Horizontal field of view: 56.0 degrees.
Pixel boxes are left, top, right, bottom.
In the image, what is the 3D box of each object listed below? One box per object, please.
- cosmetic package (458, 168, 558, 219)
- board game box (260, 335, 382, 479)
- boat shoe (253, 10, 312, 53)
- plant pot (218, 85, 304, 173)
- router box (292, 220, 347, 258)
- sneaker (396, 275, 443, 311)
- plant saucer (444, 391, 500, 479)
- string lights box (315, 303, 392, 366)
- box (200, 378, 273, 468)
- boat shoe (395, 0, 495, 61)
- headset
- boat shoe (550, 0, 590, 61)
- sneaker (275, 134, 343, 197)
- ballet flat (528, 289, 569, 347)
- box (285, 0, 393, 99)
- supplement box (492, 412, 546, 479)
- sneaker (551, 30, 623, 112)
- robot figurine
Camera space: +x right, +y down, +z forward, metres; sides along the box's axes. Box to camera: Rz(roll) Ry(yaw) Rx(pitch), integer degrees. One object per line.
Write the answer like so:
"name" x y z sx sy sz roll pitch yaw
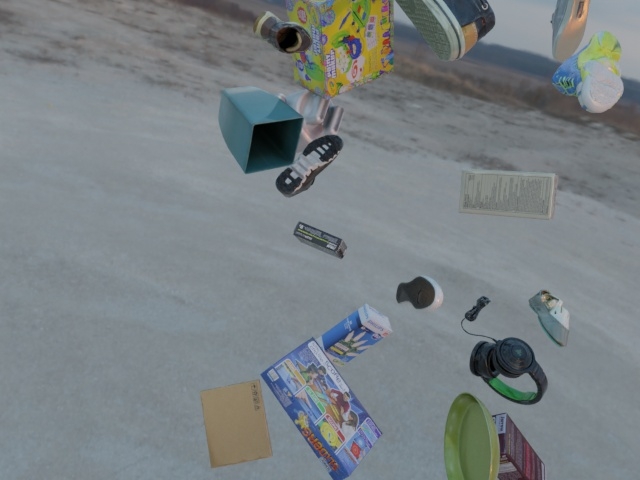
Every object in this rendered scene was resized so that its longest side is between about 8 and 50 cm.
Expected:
"cosmetic package" 0.648 -0.162 2.081 0.309 0.160 0.113 8 8 28
"board game box" 0.005 0.265 0.970 0.201 0.035 0.136 54 29 8
"boat shoe" -0.053 -0.327 0.980 0.049 0.056 0.152 43 24 17
"plant pot" -0.190 -0.338 1.731 0.166 0.165 0.234 -16 50 -33
"router box" 0.000 0.000 1.493 0.122 0.038 0.092 22 -7 15
"sneaker" 0.336 0.166 1.853 0.123 0.106 0.290 11 -3 -11
"plant saucer" 0.331 0.454 1.309 0.037 0.241 0.241 6 22 -10
"string lights box" 0.122 0.354 2.235 0.133 0.260 0.077 34 28 -35
"box" -0.223 0.481 1.582 0.164 0.201 0.021 -12 -12 4
"boat shoe" 0.256 -0.672 1.486 0.500 0.156 0.187 61 -4 14
"headset" 0.635 0.391 2.096 0.185 0.243 0.394 -43 100 -31
"boat shoe" 0.673 -0.608 1.638 0.079 0.227 0.081 -3 28 -19
"sneaker" -0.032 -0.202 1.667 0.078 0.234 0.106 44 -12 9
"ballet flat" 0.533 0.168 1.384 0.072 0.068 0.213 38 17 -8
"box" 0.066 -0.634 1.847 0.279 0.290 0.177 -28 45 -25
"supplement box" 0.517 0.589 1.601 0.239 0.073 0.130 53 34 -20
"sneaker" 0.513 -0.303 1.172 0.091 0.126 0.240 40 52 -10
"robot figurine" -0.083 -0.402 2.071 0.353 0.200 0.300 -3 -33 45
